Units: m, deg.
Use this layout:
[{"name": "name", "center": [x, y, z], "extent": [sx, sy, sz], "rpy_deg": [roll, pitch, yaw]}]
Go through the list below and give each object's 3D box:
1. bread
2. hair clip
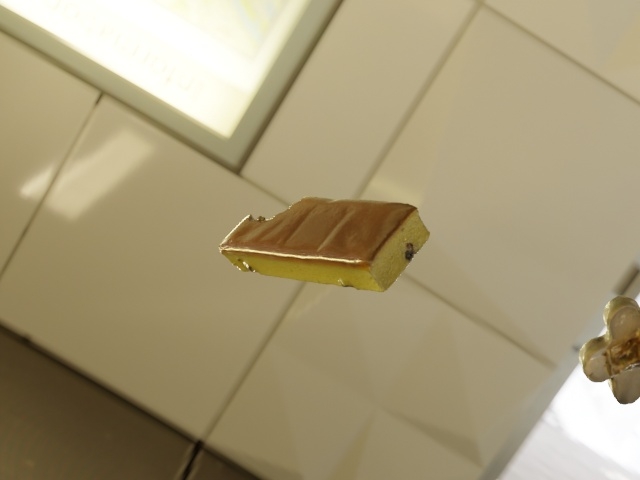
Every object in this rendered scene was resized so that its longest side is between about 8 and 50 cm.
[{"name": "bread", "center": [0.000, 0.000, 1.362], "extent": [0.226, 0.088, 0.049], "rpy_deg": [7, 141, 48]}, {"name": "hair clip", "center": [0.425, 0.105, 1.639], "extent": [0.257, 0.146, 0.075], "rpy_deg": [-26, -157, -22]}]
